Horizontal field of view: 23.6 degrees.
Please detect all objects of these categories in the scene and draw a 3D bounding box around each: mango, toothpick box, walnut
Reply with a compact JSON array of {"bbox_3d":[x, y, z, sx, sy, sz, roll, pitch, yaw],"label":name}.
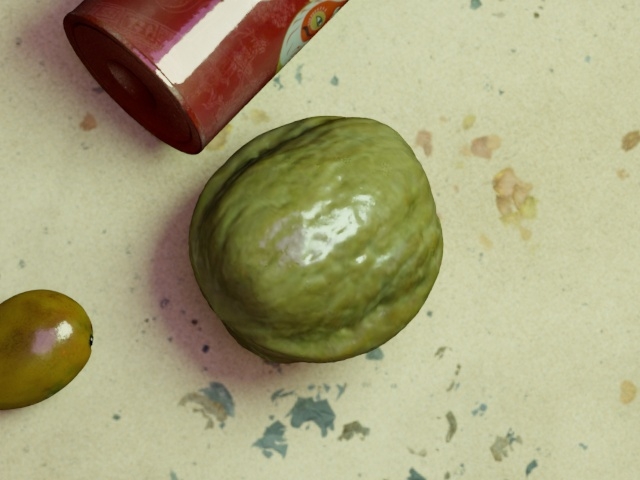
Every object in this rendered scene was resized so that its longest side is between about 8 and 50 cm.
[{"bbox_3d":[-0.312,0.120,1.591,0.163,0.089,0.111,-42,80,-6],"label":"mango"},{"bbox_3d":[-0.089,-0.277,1.646,0.204,0.204,0.333,43,74,-3],"label":"toothpick box"},{"bbox_3d":[0.000,0.000,1.609,0.283,0.227,0.283,3,69,-8],"label":"walnut"}]
